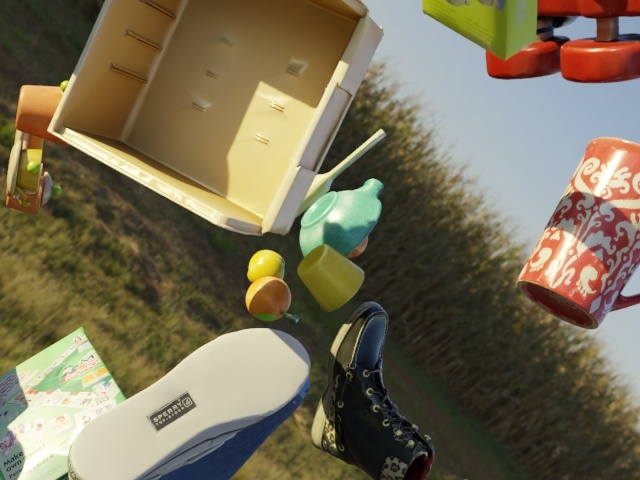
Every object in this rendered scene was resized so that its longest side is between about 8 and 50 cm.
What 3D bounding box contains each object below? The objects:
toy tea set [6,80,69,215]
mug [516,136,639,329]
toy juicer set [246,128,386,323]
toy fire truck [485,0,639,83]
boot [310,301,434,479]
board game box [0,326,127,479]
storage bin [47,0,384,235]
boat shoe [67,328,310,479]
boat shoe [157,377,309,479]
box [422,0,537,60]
[{"bbox_3d":[-0.469,-0.144,1.476,0.124,0.200,0.336,8,-10,-19],"label":"toy tea set"},{"bbox_3d":[0.295,0.003,0.854,0.150,0.169,0.113,29,-11,26],"label":"mug"},{"bbox_3d":[0.000,0.000,1.185,0.089,0.209,0.329,45,38,-20],"label":"toy juicer set"},{"bbox_3d":[0.331,-0.287,0.967,0.302,0.254,0.169,24,-54,59],"label":"toy fire truck"},{"bbox_3d":[0.088,0.221,1.156,0.085,0.236,0.178,1,21,-45],"label":"boot"},{"bbox_3d":[-0.427,0.283,1.195,0.213,0.317,0.046,45,-20,38],"label":"board game box"},{"bbox_3d":[-0.108,-0.172,0.905,0.260,0.262,0.123,28,7,21],"label":"storage bin"},{"bbox_3d":[-0.131,0.178,0.865,0.096,0.267,0.088,53,-33,10],"label":"boat shoe"},{"bbox_3d":[-0.127,0.231,1.031,0.089,0.258,0.109,44,-14,48],"label":"boat shoe"},{"bbox_3d":[0.128,-0.247,0.695,0.109,0.042,0.178,42,-21,36],"label":"box"}]
